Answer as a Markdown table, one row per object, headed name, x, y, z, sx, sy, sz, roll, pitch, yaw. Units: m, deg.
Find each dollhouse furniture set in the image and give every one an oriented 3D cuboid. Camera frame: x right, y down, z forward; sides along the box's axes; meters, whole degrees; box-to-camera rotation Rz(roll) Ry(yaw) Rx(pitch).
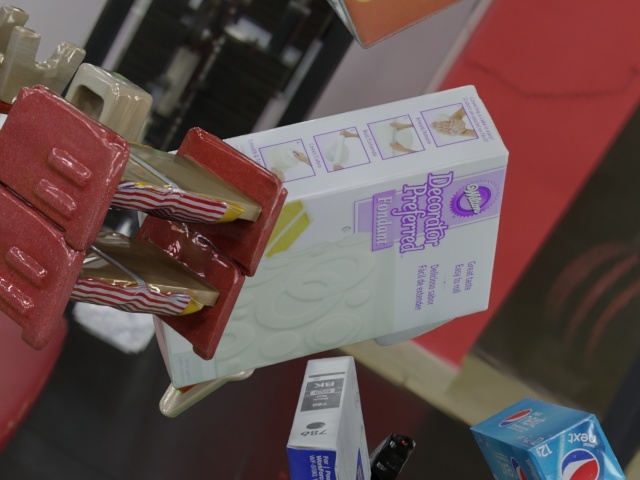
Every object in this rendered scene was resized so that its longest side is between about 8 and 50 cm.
| name | x | y | z | sx | sy | sz | roll | pitch | yaw |
| --- | --- | --- | --- | --- | --- | --- | --- | --- | --- |
| dollhouse furniture set | -0.229 | -0.067 | 1.121 | 0.374 | 0.152 | 0.201 | 34 | 13 | 34 |

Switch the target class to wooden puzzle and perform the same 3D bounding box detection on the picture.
| name | x | y | z | sx | sy | sz | roll | pitch | yaw |
| --- | --- | --- | --- | --- | --- | --- | --- | --- | --- |
| wooden puzzle | -0.129 | 0.133 | 2.059 | 0.044 | 0.238 | 0.221 | 40 | 55 | -15 |

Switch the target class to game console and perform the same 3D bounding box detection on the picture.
| name | x | y | z | sx | sy | sz | roll | pitch | yaw |
| --- | --- | --- | --- | --- | --- | --- | --- | --- | --- |
| game console | 0.003 | 0.384 | 1.811 | 0.044 | 0.213 | 0.361 | 39 | 30 | 4 |

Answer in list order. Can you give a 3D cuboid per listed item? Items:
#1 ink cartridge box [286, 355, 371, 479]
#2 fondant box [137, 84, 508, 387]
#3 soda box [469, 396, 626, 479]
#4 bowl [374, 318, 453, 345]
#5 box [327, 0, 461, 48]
| name | x | y | z | sx | sy | sz | roll | pitch | yaw |
| --- | --- | --- | --- | --- | --- | --- | --- | --- | --- |
| ink cartridge box | 0.011 | 0.261 | 1.626 | 0.065 | 0.165 | 0.333 | -7 | 14 | 5 |
| fondant box | 0.000 | 0.000 | 1.375 | 0.330 | 0.238 | 0.096 | -14 | 52 | -11 |
| soda box | 0.208 | 0.198 | 1.364 | 0.067 | 0.071 | 0.210 | 63 | -8 | -3 |
| bowl | 0.101 | 0.036 | 1.639 | 0.053 | 0.142 | 0.142 | 36 | 43 | -33 |
| box | 0.034 | -0.314 | 0.748 | 0.345 | 0.215 | 0.168 | 64 | 0 | -34 |
